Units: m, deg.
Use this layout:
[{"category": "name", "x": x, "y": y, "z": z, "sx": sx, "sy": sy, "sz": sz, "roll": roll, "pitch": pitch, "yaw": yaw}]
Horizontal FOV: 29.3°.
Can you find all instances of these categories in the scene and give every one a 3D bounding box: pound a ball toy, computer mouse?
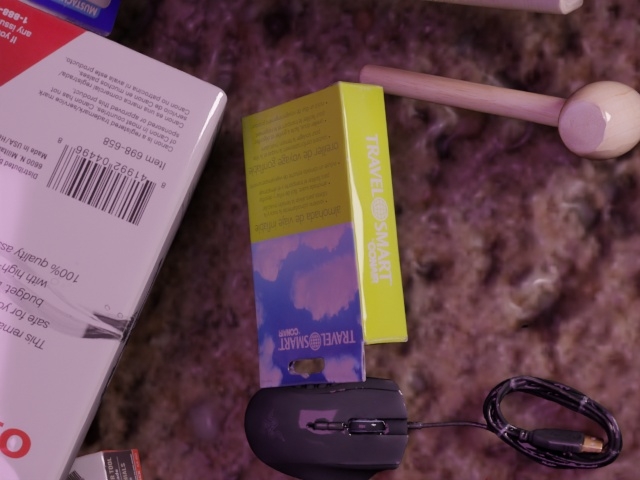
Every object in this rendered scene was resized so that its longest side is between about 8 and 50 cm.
[{"category": "pound a ball toy", "x": 0.038, "y": -0.167, "z": 0.712, "sx": 0.319, "sy": 0.136, "sz": 0.208, "roll": 11, "pitch": 106, "yaw": 18}, {"category": "computer mouse", "x": 0.063, "y": 0.117, "z": 0.759, "sx": 0.242, "sy": 0.041, "sz": 0.071, "roll": -3, "pitch": 83, "yaw": 19}]

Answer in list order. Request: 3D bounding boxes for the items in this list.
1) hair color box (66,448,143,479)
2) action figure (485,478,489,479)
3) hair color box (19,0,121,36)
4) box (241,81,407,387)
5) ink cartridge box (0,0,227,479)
[{"category": "hair color box", "x": -0.200, "y": 0.206, "z": 0.839, "sx": 0.167, "sy": 0.053, "sz": 0.093, "roll": -16, "pitch": 79, "yaw": 19}, {"category": "action figure", "x": 0.140, "y": 0.188, "z": 0.733, "sx": 0.115, "sy": 0.030, "sz": 0.038, "roll": 31, "pitch": 91, "yaw": 17}, {"category": "hair color box", "x": -0.186, "y": -0.326, "z": 0.832, "sx": 0.185, "sy": 0.110, "sz": 0.339, "roll": 19, "pitch": 93, "yaw": 36}, {"category": "box", "x": 0.000, "y": 0.000, "z": 0.766, "sx": 0.109, "sy": 0.042, "sz": 0.178, "roll": -12, "pitch": 81, "yaw": 50}, {"category": "ink cartridge box", "x": -0.202, "y": 0.002, "z": 0.765, "sx": 0.197, "sy": 0.114, "sz": 0.273, "roll": 23, "pitch": 79, "yaw": -3}]
